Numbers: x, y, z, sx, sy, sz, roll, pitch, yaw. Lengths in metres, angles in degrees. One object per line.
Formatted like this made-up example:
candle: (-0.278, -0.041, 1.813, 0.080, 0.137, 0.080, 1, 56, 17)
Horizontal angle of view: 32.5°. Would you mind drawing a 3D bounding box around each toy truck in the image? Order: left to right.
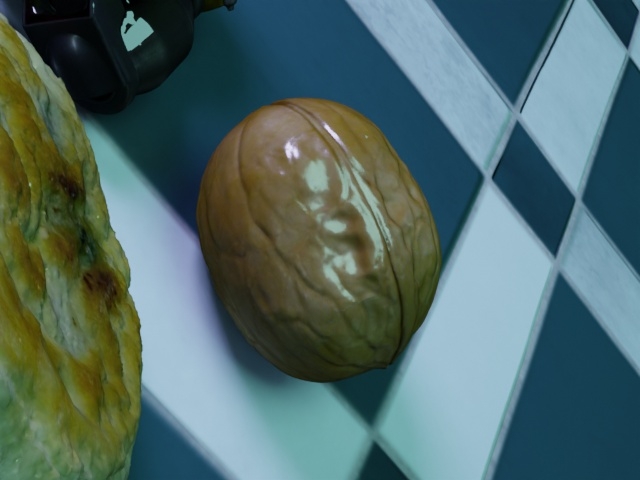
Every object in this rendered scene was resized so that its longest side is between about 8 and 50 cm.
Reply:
toy truck: (-0.125, -0.198, 0.790, 0.224, 0.147, 0.165, -46, 129, -52)

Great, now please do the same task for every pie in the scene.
pie: (-0.172, -0.008, 0.574, 0.337, 0.075, 0.337, -25, 90, -83)

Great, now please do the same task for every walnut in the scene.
walnut: (0.000, 0.000, 0.786, 0.167, 0.167, 0.207, -28, 93, -51)
